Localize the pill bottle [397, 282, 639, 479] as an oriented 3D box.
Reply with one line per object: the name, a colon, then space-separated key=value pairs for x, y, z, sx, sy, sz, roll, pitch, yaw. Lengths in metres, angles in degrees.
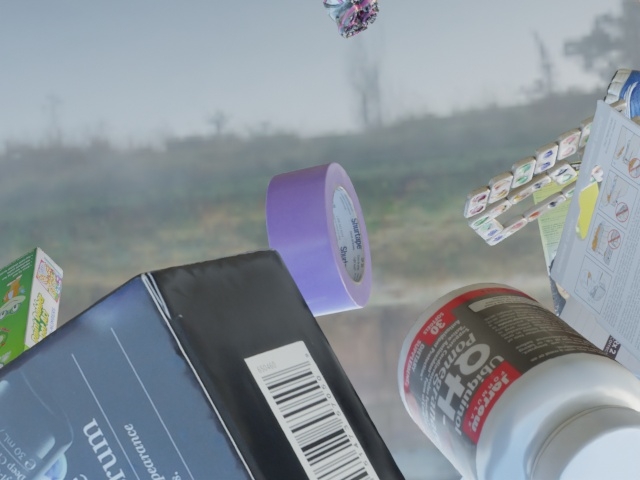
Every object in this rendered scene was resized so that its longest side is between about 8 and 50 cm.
pill bottle: x=0.203 y=0.167 z=1.405 sx=0.176 sy=0.176 sz=0.318 roll=-2 pitch=-163 yaw=-18

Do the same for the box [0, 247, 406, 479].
box: x=-0.155 y=0.231 z=1.137 sx=0.395 sy=0.293 sz=0.212 roll=-34 pitch=171 yaw=23

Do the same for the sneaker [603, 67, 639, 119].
sneaker: x=0.530 y=-0.109 z=2.416 sx=0.147 sy=0.330 sz=0.130 roll=7 pitch=-147 yaw=24

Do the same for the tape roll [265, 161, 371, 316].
tape roll: x=0.000 y=0.000 z=1.929 sx=0.080 sy=0.189 sz=0.189 roll=-11 pitch=173 yaw=16

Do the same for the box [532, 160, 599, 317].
box: x=0.364 y=0.007 z=2.167 sx=0.058 sy=0.232 sz=0.087 roll=-8 pitch=176 yaw=-36

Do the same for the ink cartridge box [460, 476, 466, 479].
ink cartridge box: x=0.332 y=0.370 z=2.038 sx=0.071 sy=0.324 sz=0.330 roll=-15 pitch=145 yaw=-28

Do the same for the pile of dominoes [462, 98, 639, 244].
pile of dominoes: x=0.298 y=-0.070 z=1.885 sx=0.251 sy=0.040 sz=0.196 roll=-33 pitch=157 yaw=12

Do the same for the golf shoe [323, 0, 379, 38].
golf shoe: x=0.035 y=-0.315 z=1.780 sx=0.067 sy=0.086 sz=0.186 roll=-28 pitch=164 yaw=-24

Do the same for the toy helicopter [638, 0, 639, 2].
toy helicopter: x=0.584 y=-0.273 z=2.122 sx=0.235 sy=0.355 sz=0.140 roll=18 pitch=140 yaw=-22

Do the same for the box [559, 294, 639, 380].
box: x=0.357 y=0.071 z=1.719 sx=0.119 sy=0.181 sz=0.182 roll=23 pitch=172 yaw=20

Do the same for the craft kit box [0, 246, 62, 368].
craft kit box: x=-0.421 y=0.151 z=1.785 sx=0.250 sy=0.246 sz=0.061 roll=-31 pitch=124 yaw=15

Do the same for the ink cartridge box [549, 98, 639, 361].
ink cartridge box: x=0.288 y=0.006 z=1.265 sx=0.056 sy=0.181 sz=0.224 roll=0 pitch=-154 yaw=-25
